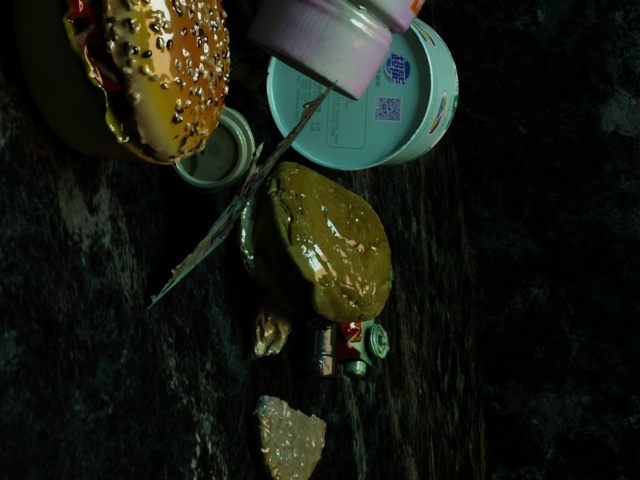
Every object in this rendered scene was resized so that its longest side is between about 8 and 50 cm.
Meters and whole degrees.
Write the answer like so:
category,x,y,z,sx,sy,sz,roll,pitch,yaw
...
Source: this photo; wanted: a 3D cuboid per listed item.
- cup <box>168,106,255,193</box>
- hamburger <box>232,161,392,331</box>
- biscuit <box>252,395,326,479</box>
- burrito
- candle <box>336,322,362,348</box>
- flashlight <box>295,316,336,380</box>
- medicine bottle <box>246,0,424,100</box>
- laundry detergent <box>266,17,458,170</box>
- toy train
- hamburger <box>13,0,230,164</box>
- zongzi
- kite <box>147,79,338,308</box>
category,x,y,z,sx,sy,sz,roll,pitch,yaw
cup,-0.142,-0.129,1.439,0.141,0.120,0.120,-78,160,-77
hamburger,0.000,0.002,1.657,0.285,0.134,0.265,27,51,-49
biscuit,-0.053,0.335,1.722,0.290,0.038,0.141,43,46,-63
burrito,-0.070,0.095,1.683,0.229,0.063,0.058,-78,-165,-45
candle,0.047,0.129,1.897,0.052,0.052,0.130,48,34,-63
flashlight,-0.001,0.126,1.854,0.093,0.093,0.232,26,64,-70
medicine bottle,0.068,-0.415,1.556,0.388,0.219,0.219,-61,161,3
laundry detergent,0.087,-0.269,1.889,0.305,0.287,0.287,-19,104,-72
toy train,0.053,0.108,2.011,0.177,0.116,0.285,40,48,-50
hamburger,-0.197,-0.221,1.162,0.300,0.176,0.300,-5,90,-74
zongzi,-0.128,-0.294,1.609,0.109,0.055,0.119,5,70,-71
kite,-0.104,-0.062,1.411,0.406,0.014,0.368,-52,179,-19
